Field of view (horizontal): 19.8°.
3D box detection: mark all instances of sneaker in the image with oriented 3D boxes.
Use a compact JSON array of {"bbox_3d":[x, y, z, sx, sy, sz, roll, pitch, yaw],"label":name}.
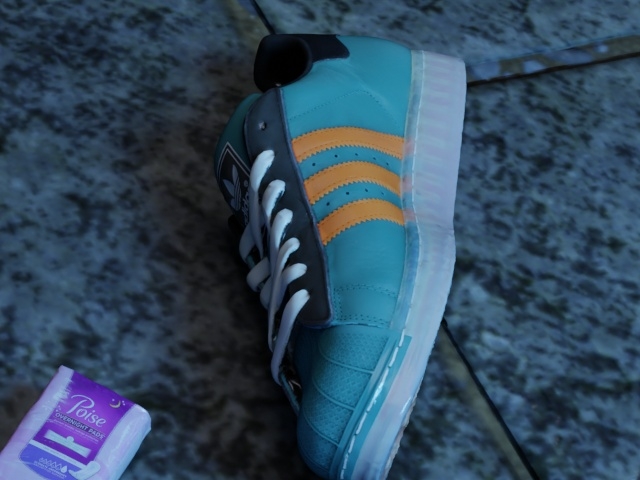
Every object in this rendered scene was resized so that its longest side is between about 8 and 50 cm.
[{"bbox_3d":[0.000,0.000,0.901,0.121,0.108,0.302,13,38,-3],"label":"sneaker"}]

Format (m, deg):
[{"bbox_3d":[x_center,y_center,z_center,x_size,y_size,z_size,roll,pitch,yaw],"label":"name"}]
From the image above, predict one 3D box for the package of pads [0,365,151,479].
[{"bbox_3d":[-0.115,0.100,0.818,0.050,0.032,0.083,27,47,5],"label":"package of pads"}]
